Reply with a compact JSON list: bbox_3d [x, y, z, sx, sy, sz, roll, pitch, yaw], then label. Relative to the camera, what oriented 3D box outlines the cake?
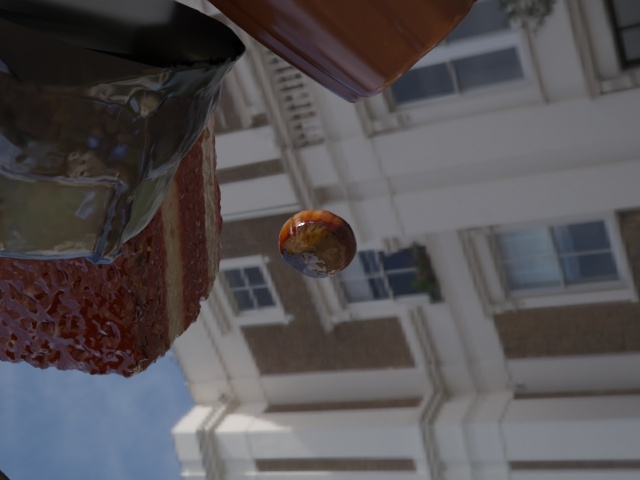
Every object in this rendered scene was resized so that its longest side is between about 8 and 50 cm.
[{"bbox_3d":[-0.278,-0.023,1.275,0.319,0.270,0.269,-54,-34,-64],"label":"cake"}]

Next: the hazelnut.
[{"bbox_3d":[0.000,0.000,1.157,0.086,0.086,0.086,21,-115,-57],"label":"hazelnut"}]

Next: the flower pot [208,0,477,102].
[{"bbox_3d":[0.012,-0.195,0.718,0.173,0.190,0.190,48,-142,-10],"label":"flower pot"}]

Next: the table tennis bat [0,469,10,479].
[{"bbox_3d":[-0.357,0.310,1.066,0.022,0.131,0.234,-63,-21,-62],"label":"table tennis bat"}]

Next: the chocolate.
[{"bbox_3d":[-0.205,-0.089,0.734,0.283,0.283,0.186,-18,-51,-60],"label":"chocolate"}]
